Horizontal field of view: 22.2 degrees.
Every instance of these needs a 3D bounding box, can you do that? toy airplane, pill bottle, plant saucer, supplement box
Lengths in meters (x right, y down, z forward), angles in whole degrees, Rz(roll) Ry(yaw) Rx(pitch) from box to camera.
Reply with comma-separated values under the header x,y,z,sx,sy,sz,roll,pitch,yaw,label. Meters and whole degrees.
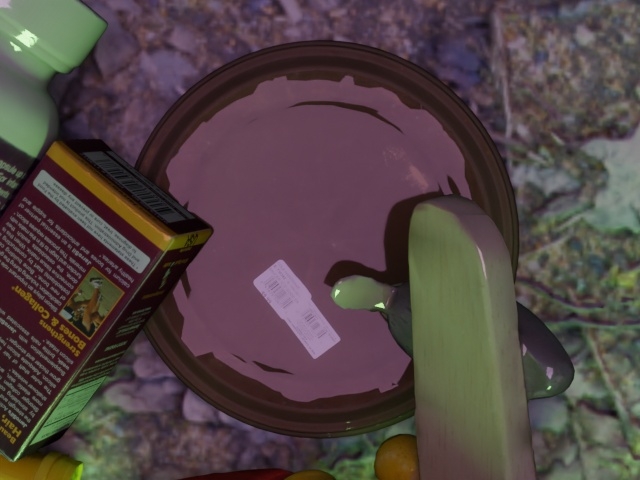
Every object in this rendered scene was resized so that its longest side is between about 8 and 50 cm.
x,y,z,sx,sy,sz,roll,pitch,yaw,label
0.091,0.213,1.006,0.384,0.272,0.386,48,123,10,toy airplane
-0.277,-0.060,1.054,0.169,0.169,0.301,39,91,0,pill bottle
0.000,0.000,1.118,0.278,0.041,0.278,0,92,0,plant saucer
-0.174,0.037,1.075,0.104,0.081,0.188,39,103,9,supplement box

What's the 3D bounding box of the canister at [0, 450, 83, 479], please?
x,y,z,sx,sy,sz,roll,pitch,yaw,label
-0.263,0.182,1.106,0.170,0.073,0.126,19,91,1,canister
